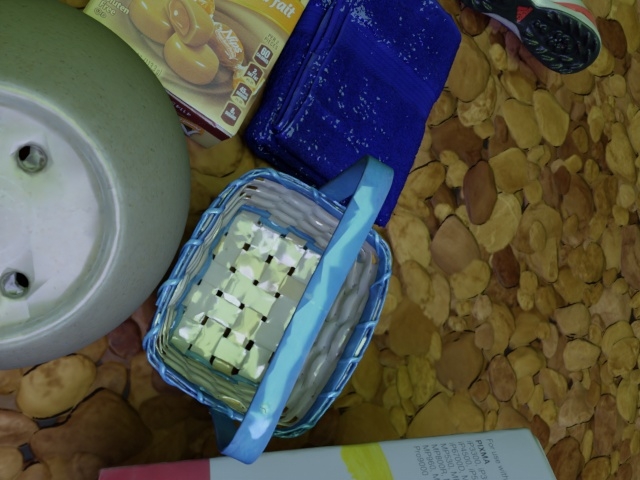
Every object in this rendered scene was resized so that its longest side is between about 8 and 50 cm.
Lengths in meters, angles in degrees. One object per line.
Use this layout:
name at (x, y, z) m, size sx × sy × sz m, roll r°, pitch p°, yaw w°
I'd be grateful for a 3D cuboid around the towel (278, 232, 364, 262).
towel at (0.000, 0.000, 0.810) m, size 0.120 × 0.029 × 0.067 m, roll 11°, pitch 84°, yaw -29°

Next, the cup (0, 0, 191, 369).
cup at (-0.245, -0.034, 0.496) m, size 0.331 × 0.237 × 0.330 m, roll -5°, pitch 104°, yaw -20°

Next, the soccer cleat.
soccer cleat at (0.285, -0.375, 0.966) m, size 0.318 × 0.109 × 0.116 m, roll 34°, pitch 43°, yaw -18°

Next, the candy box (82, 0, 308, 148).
candy box at (-0.112, -0.283, 0.715) m, size 0.183 × 0.088 × 0.316 m, roll 33°, pitch 73°, yaw -25°

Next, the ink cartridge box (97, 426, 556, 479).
ink cartridge box at (0.011, 0.325, 0.589) m, size 0.385 × 0.160 × 0.279 m, roll -3°, pitch 128°, yaw -10°

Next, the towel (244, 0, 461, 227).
towel at (0.058, -0.198, 0.824) m, size 0.228 × 0.076 × 0.308 m, roll 31°, pitch 73°, yaw -26°

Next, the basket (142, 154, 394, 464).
basket at (-0.038, 0.052, 0.618) m, size 0.201 × 0.289 × 0.254 m, roll 30°, pitch 81°, yaw -8°
